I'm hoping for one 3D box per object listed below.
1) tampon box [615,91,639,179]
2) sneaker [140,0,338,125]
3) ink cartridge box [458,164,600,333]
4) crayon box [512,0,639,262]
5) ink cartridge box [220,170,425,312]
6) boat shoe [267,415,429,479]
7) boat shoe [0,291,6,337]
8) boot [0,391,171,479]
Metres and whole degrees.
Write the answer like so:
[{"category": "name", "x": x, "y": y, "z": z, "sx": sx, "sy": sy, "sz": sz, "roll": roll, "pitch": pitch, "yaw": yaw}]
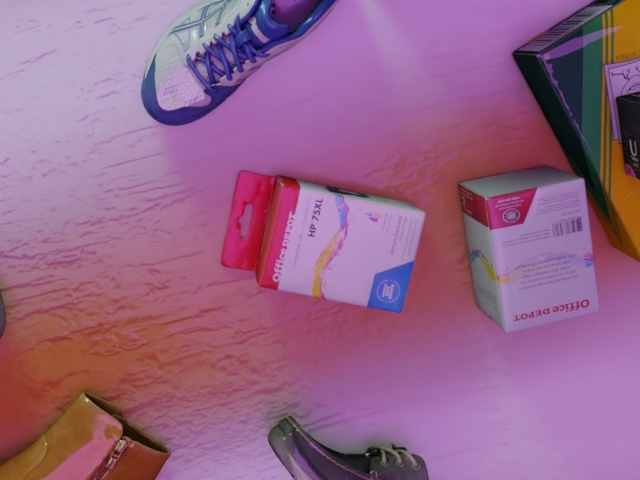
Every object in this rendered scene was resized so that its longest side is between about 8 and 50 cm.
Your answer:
[{"category": "tampon box", "x": 0.444, "y": -0.129, "z": 1.126, "sx": 0.161, "sy": 0.120, "sz": 0.101, "roll": -14, "pitch": 105, "yaw": -3}, {"category": "sneaker", "x": -0.092, "y": -0.244, "z": 1.131, "sx": 0.296, "sy": 0.131, "sz": 0.112, "roll": -41, "pitch": 106, "yaw": 4}, {"category": "ink cartridge box", "x": 0.261, "y": 0.008, "z": 1.234, "sx": 0.128, "sy": 0.127, "sz": 0.176, "roll": -11, "pitch": 103, "yaw": -6}, {"category": "crayon box", "x": 0.478, "y": -0.195, "z": 1.232, "sx": 0.363, "sy": 0.106, "sz": 0.313, "roll": -32, "pitch": 104, "yaw": 0}, {"category": "ink cartridge box", "x": 0.000, "y": 0.000, "z": 1.222, "sx": 0.231, "sy": 0.078, "sz": 0.134, "roll": 11, "pitch": 100, "yaw": -10}, {"category": "boat shoe", "x": 0.080, "y": 0.327, "z": 1.292, "sx": 0.355, "sy": 0.132, "sz": 0.130, "roll": 42, "pitch": 84, "yaw": -23}, {"category": "boat shoe", "x": -0.506, "y": 0.014, "z": 1.143, "sx": 0.116, "sy": 0.123, "sz": 0.324, "roll": -37, "pitch": 100, "yaw": 21}, {"category": "boot", "x": -0.357, "y": 0.279, "z": 1.230, "sx": 0.295, "sy": 0.104, "sz": 0.211, "roll": 28, "pitch": 92, "yaw": -18}]
